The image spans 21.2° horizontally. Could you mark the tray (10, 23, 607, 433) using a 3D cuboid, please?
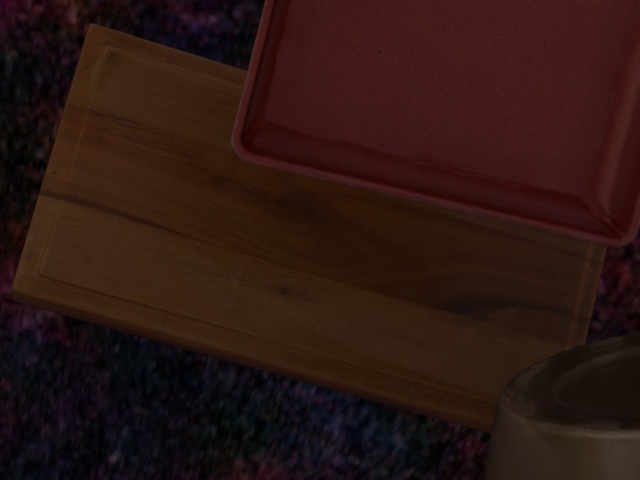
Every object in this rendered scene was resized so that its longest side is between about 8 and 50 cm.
[{"bbox_3d":[0.000,0.000,1.259,0.411,0.076,0.203,16,80,-9],"label":"tray"}]

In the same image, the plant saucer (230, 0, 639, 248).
[{"bbox_3d":[0.093,-0.147,0.987,0.259,0.048,0.258,12,96,-18],"label":"plant saucer"}]

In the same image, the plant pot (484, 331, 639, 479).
[{"bbox_3d":[0.196,0.197,0.835,0.323,0.323,0.280,-14,101,-23],"label":"plant pot"}]
